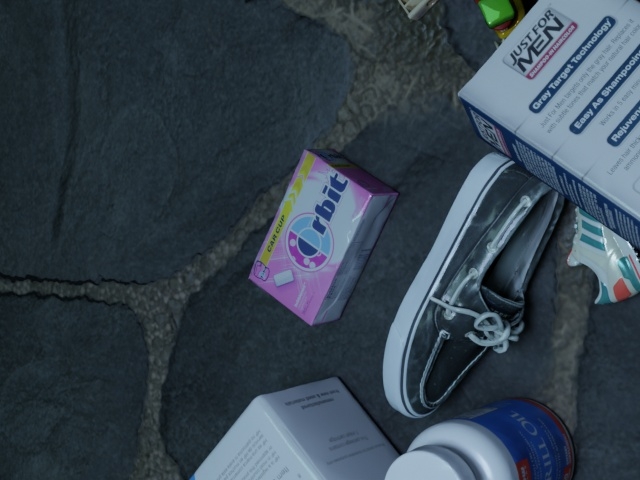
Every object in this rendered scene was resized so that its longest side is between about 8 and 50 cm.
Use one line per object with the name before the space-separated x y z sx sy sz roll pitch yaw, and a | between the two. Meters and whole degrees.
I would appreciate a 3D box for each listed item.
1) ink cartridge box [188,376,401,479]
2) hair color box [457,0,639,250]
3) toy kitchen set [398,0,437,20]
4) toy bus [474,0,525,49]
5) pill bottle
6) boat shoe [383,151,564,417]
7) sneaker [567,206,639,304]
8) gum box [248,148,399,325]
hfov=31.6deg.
ink cartridge box | 0.015 0.401 1.283 0.395 0.166 0.285 50 119 22
hair color box | 0.318 -0.089 1.042 0.347 0.105 0.174 40 88 26
toy kitchen set | 0.110 -0.267 1.219 0.075 0.083 0.068 -43 67 30
toy bus | 0.189 -0.293 1.133 0.104 0.202 0.191 -24 70 12
pill bottle | 0.159 0.236 1.138 0.124 0.221 0.124 3 96 34
boat shoe | 0.167 0.065 1.188 0.105 0.113 0.306 35 104 43
sneaker | 0.273 -0.010 1.141 0.075 0.057 0.161 -30 79 27
gum box | 0.000 0.000 1.328 0.107 0.062 0.188 35 112 28
